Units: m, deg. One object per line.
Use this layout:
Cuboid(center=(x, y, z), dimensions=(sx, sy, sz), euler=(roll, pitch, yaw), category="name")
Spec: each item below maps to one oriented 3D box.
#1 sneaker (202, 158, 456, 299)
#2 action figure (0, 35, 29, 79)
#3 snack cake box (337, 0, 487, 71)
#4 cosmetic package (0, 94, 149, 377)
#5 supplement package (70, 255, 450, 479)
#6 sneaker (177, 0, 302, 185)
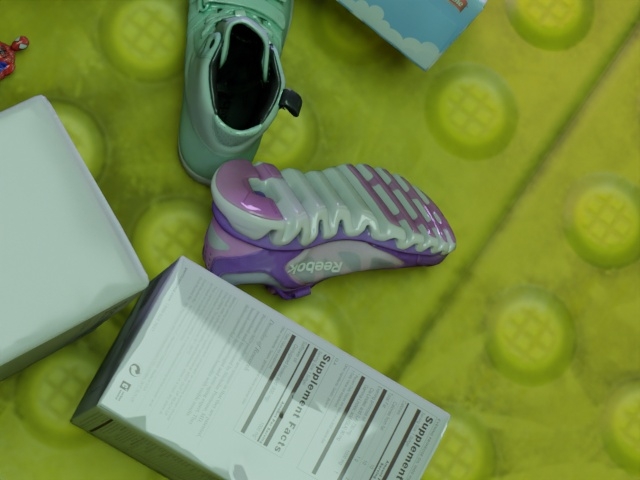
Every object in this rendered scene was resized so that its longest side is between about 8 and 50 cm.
Cuboid(center=(0.000, 0.000, 1.607), dimensions=(0.236, 0.104, 0.095), euler=(4, 37, -34), category="sneaker")
Cuboid(center=(-0.282, -0.133, 1.580), dimensions=(0.115, 0.030, 0.038), euler=(-33, 84, -22), category="action figure")
Cuboid(center=(0.029, -0.279, 1.632), dimensions=(0.264, 0.089, 0.152), euler=(38, 38, -6), category="snack cake box")
Cuboid(center=(-0.370, 0.084, 1.404), dimensions=(0.453, 0.230, 0.161), euler=(-29, 88, -19), category="cosmetic package")
Cuboid(center=(-0.048, 0.138, 1.532), dimensions=(0.244, 0.139, 0.134), euler=(31, 73, -9), category="supplement package")
Cuboid(center=(-0.056, -0.182, 1.590), dimensions=(0.094, 0.151, 0.256), euler=(8, 75, -13), category="sneaker")
